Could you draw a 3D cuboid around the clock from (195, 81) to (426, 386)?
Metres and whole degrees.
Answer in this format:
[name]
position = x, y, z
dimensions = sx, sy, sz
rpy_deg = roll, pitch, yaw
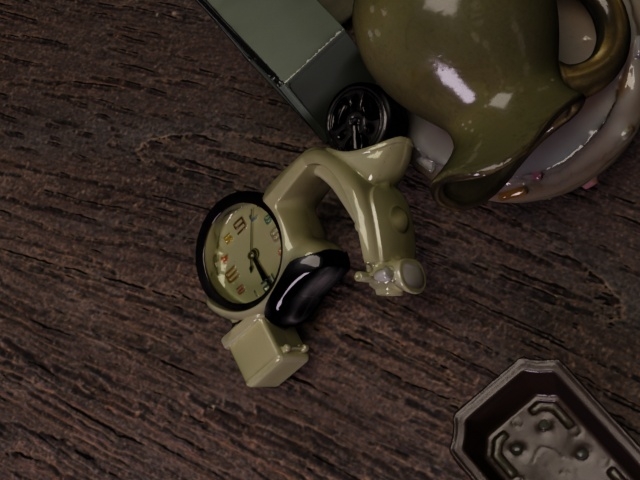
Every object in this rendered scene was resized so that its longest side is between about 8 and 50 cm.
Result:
[clock]
position = 0.000, 0.000, 1.810
dimensions = 0.379, 0.120, 0.276
rpy_deg = -40, 64, 31

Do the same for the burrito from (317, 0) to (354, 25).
[burrito]
position = 0.086, -0.476, 1.985
dimensions = 0.332, 0.135, 0.190
rpy_deg = -38, 58, 0

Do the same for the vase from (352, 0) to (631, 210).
[vase]
position = 0.223, -0.231, 1.668
dimensions = 0.329, 0.241, 0.302
rpy_deg = -23, 77, -16

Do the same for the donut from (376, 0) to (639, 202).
[donut]
position = 0.257, -0.219, 1.830
dimensions = 0.382, 0.142, 0.382
rpy_deg = -6, 71, 17

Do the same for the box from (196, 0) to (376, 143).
[box]
position = -0.042, -0.270, 1.905
dimensions = 0.117, 0.225, 0.225
rpy_deg = -42, 64, 2

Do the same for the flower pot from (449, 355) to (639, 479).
[flower pot]
position = 0.286, 0.274, 1.685
dimensions = 0.179, 0.084, 0.251
rpy_deg = -41, 60, 1
